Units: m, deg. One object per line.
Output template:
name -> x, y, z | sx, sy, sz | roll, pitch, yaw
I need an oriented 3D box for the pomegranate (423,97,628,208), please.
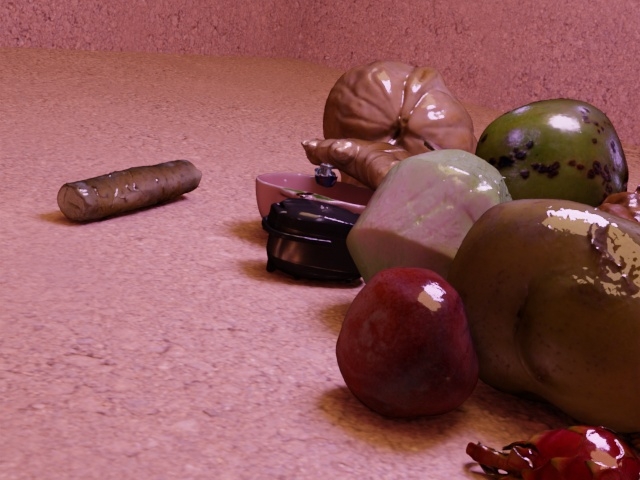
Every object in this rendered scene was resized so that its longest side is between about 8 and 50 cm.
pomegranate -> 0.316, -0.090, 1.672 | 0.323, 0.291, 0.291 | 15, 15, 0

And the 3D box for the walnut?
walnut -> 0.140, -0.176, 1.921 | 0.296, 0.285, 0.285 | 34, 19, 6

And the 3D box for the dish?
dish -> -0.001, -0.037, 1.650 | 0.213, 0.091, 0.213 | 11, 13, -2

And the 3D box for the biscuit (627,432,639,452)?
biscuit -> 0.443, 0.210, 1.175 | 0.232, 0.013, 0.237 | 12, 16, 7

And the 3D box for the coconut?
coconut -> 0.142, 0.007, 1.352 | 0.204, 0.236, 0.236 | 32, 11, -12

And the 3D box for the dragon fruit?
dragon fruit -> 0.208, 0.196, 0.942 | 0.094, 0.094, 0.190 | 0, 6, -33

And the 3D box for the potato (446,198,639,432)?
potato -> 0.292, 0.084, 1.133 | 0.351, 0.218, 0.202 | 21, -2, 36

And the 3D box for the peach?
peach -> 0.098, 0.111, 1.088 | 0.152, 0.152, 0.152 | 9, 15, -3

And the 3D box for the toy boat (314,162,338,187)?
toy boat -> 0.009, -0.102, 1.650 | 0.038, 0.038, 0.083 | 8, 11, -9

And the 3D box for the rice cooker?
rice cooker -> 0.000, 0.000, 1.484 | 0.165, 0.107, 0.112 | 2, 17, -16

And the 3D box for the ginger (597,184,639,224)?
ginger -> 0.464, 0.054, 1.413 | 0.274, 0.152, 0.357 | 35, 20, 13

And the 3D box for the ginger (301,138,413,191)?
ginger -> 0.071, -0.117, 1.676 | 0.147, 0.081, 0.333 | -2, 17, -36

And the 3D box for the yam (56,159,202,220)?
yam -> -0.286, -0.080, 1.662 | 0.071, 0.067, 0.317 | 29, 22, 19
